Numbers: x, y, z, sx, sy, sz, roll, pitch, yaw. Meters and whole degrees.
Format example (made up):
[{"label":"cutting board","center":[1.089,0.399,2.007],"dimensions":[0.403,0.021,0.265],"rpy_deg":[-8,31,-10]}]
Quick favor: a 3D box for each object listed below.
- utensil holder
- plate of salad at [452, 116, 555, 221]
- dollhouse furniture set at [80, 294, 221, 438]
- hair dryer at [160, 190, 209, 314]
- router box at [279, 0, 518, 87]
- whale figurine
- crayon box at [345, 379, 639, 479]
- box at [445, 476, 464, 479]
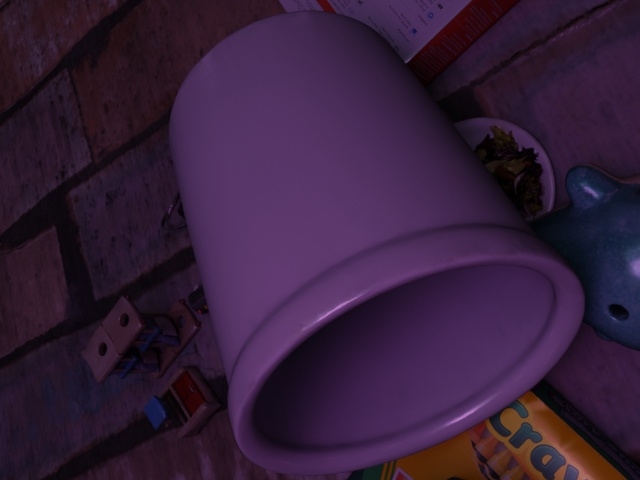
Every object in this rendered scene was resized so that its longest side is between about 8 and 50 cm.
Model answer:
[{"label":"utensil holder","center":[0.025,-0.009,0.719],"dimensions":[0.327,0.328,0.385],"rpy_deg":[-43,47,21]},{"label":"plate of salad","center":[0.189,-0.059,0.853],"dimensions":[0.200,0.048,0.199],"rpy_deg":[-5,81,32]},{"label":"dollhouse furniture set","center":[-0.245,0.193,1.049],"dimensions":[0.129,0.129,0.183],"rpy_deg":[-51,60,17]},{"label":"hair dryer","center":[-0.139,-0.043,1.041],"dimensions":[0.294,0.080,0.223],"rpy_deg":[-34,67,24]},{"label":"router box","center":[0.092,-0.385,0.935],"dimensions":[0.301,0.082,0.335],"rpy_deg":[-41,65,22]},{"label":"whale figurine","center":[0.278,0.028,0.705],"dimensions":[0.272,0.141,0.216],"rpy_deg":[5,126,40]},{"label":"crayon box","center":[0.213,0.339,0.753],"dimensions":[0.363,0.106,0.313],"rpy_deg":[44,107,29]},{"label":"box","center":[0.116,0.272,0.615],"dimensions":[0.101,0.244,0.060],"rpy_deg":[1,84,32]}]
